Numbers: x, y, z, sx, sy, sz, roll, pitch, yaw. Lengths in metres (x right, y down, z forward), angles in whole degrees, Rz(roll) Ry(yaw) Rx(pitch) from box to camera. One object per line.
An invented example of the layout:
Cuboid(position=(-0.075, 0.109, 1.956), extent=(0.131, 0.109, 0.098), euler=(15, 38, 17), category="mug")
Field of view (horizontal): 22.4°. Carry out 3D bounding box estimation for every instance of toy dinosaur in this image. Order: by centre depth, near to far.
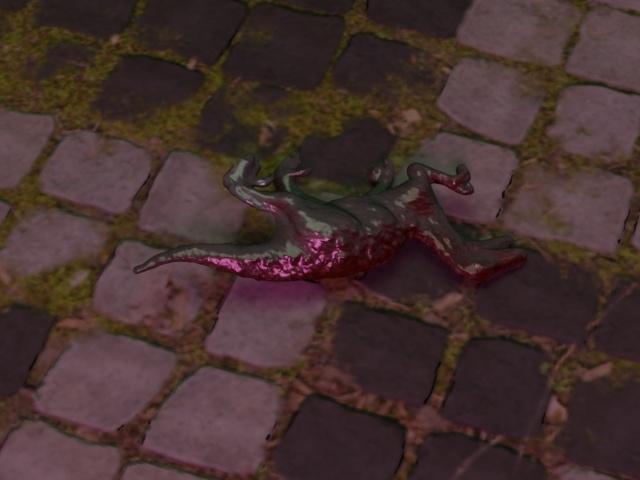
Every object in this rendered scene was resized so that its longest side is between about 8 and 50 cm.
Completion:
Cuboid(position=(0.000, 0.000, 1.096), extent=(0.242, 0.053, 0.167), euler=(-24, 60, -27), category="toy dinosaur")
